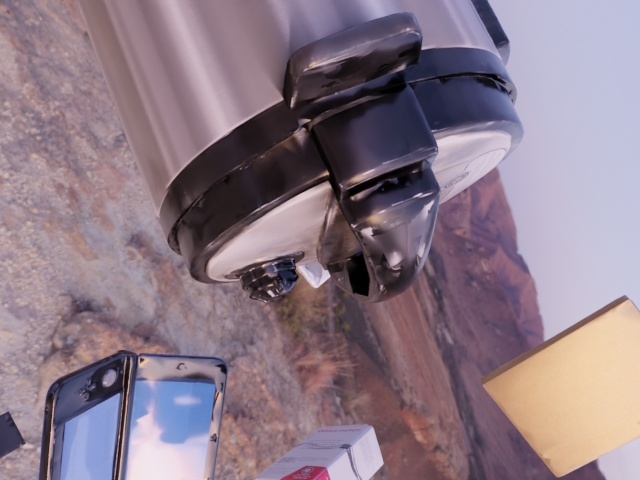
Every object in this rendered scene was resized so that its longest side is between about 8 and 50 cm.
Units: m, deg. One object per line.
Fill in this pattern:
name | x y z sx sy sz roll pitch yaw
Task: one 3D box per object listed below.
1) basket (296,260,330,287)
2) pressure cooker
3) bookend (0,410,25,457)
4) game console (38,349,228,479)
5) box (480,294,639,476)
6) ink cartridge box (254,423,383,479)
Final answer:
basket | 0.000 0.000 1.207 0.103 0.167 0.113 35 -17 52
pressure cooker | -0.013 -0.135 0.558 0.369 0.375 0.421 -8 72 -52
bookend | -0.664 0.398 1.055 0.072 0.157 0.156 64 -29 -2
game console | -0.294 0.342 0.879 0.250 0.173 0.293 -18 117 -72
box | 0.328 0.182 0.665 0.164 0.201 0.021 51 19 -6
ink cartridge box | 0.002 0.321 0.763 0.150 0.109 0.063 -18 90 -51
